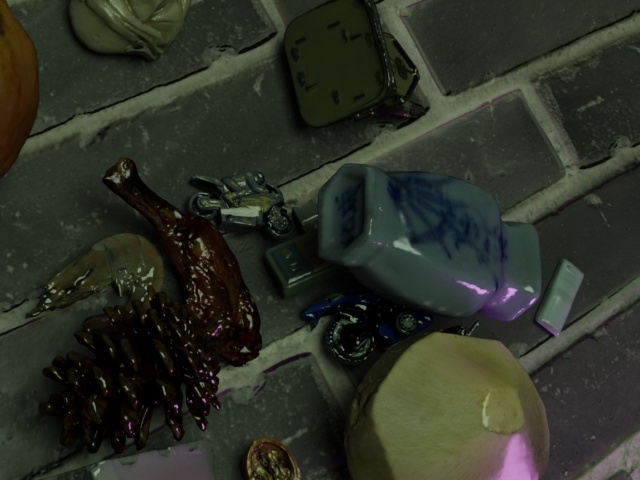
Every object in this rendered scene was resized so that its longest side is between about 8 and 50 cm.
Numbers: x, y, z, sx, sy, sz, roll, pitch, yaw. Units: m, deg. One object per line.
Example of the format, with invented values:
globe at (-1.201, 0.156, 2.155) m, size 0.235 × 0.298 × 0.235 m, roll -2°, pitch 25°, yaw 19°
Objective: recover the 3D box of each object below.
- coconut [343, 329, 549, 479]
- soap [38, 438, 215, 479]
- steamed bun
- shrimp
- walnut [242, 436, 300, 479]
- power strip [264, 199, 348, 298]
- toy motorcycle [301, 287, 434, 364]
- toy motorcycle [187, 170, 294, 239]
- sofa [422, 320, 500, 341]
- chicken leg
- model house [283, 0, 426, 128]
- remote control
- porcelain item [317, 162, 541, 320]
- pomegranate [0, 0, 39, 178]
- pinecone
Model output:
coconut at (0.209, 0.313, 1.922) m, size 0.353 × 0.352 × 0.352 m, roll 9°, pitch 71°, yaw -25°
soap at (-0.228, 0.380, 1.719) m, size 0.302 × 0.258 × 0.159 m, roll -11°, pitch 78°, yaw -31°
steamed bun at (-0.313, -0.426, 1.995) m, size 0.218 × 0.144 × 0.211 m, roll 6°, pitch 72°, yaw -25°
shrimp at (-0.353, 0.089, 1.865) m, size 0.254 × 0.059 × 0.145 m, roll -44°, pitch 107°, yaw -36°
walnut at (-0.086, 0.382, 1.911) m, size 0.091 × 0.052 × 0.121 m, roll -26°, pitch 89°, yaw -33°
power strip at (0.000, 0.000, 2.057) m, size 0.216 × 0.061 × 0.145 m, roll -23°, pitch 64°, yaw -16°
toy motorcycle at (0.121, 0.105, 2.078) m, size 0.315 × 0.113 × 0.169 m, roll -23°, pitch 75°, yaw -23°
toy motorcycle at (-0.134, -0.072, 2.021) m, size 0.193 × 0.061 × 0.124 m, roll 14°, pitch 59°, yaw -11°
sofa at (0.250, 0.180, 2.095) m, size 0.085 × 0.147 × 0.060 m, roll 42°, pitch 63°, yaw -11°
chicken leg at (-0.220, 0.031, 1.908) m, size 0.407 × 0.096 × 0.158 m, roll 59°, pitch 30°, yaw -15°
model house at (0.094, -0.321, 2.184) m, size 0.279 × 0.205 × 0.218 m, roll 2°, pitch 72°, yaw -58°
remote control at (0.478, 0.112, 2.304) m, size 0.061 × 0.029 × 0.162 m, roll 37°, pitch 61°, yaw -14°
porcelain item at (0.186, 0.007, 1.963) m, size 0.405 × 0.178 × 0.242 m, roll 18°, pitch 62°, yaw -35°
pomegranate at (-0.616, -0.225, 1.655) m, size 0.412 × 0.411 × 0.411 m, roll 9°, pitch 71°, yaw -25°
pinecone at (-0.277, 0.211, 1.776) m, size 0.309 × 0.244 × 0.244 m, roll -25°, pitch 86°, yaw -10°
